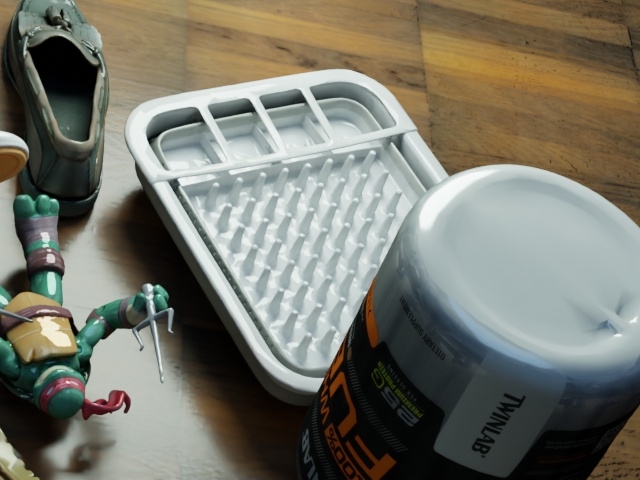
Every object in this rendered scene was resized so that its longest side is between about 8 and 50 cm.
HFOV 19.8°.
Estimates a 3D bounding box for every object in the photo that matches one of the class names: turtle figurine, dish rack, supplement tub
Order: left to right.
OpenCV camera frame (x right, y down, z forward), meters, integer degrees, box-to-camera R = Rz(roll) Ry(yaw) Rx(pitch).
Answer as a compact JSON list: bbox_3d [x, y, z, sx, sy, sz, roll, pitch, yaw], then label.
[{"bbox_3d":[-0.222,0.062,1.425,0.175,0.118,0.234,-1,36,-33],"label":"turtle figurine"},{"bbox_3d":[0.000,0.000,1.609,0.285,0.072,0.333,-13,55,-33],"label":"dish rack"},{"bbox_3d":[0.106,0.123,1.347,0.207,0.338,0.207,12,46,-12],"label":"supplement tub"}]

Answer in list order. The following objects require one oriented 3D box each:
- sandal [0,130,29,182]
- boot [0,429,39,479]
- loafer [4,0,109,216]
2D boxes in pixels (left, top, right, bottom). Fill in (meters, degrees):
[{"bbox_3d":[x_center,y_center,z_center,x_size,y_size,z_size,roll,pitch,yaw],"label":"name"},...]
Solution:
[{"bbox_3d":[-0.346,-0.013,1.405,0.265,0.102,0.076,-19,68,-7],"label":"sandal"},{"bbox_3d":[-0.327,0.215,1.262,0.269,0.089,0.236,-14,43,-34],"label":"boot"},{"bbox_3d":[-0.226,-0.143,1.635,0.096,0.084,0.267,5,48,-19],"label":"loafer"}]
